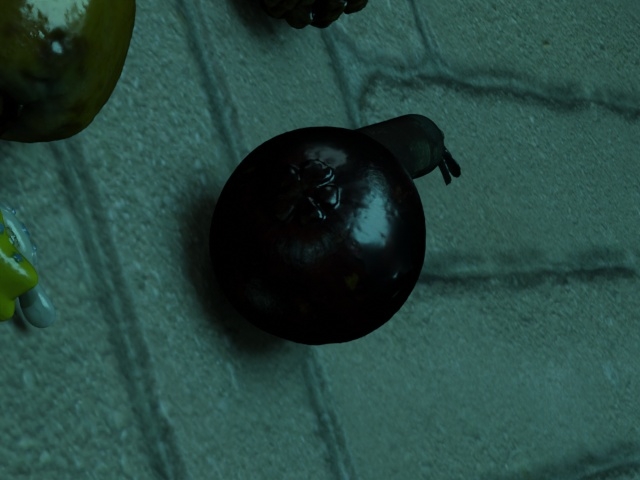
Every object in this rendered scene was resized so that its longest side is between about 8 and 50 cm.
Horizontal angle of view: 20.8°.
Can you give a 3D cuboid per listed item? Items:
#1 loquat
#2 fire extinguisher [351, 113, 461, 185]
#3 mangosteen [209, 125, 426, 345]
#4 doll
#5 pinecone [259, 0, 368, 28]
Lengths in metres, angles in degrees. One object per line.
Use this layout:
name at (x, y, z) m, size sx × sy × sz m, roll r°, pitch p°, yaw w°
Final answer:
loquat at (-0.229, -0.172, 1.316) m, size 0.187 × 0.176 × 0.234 m, roll 27°, pitch 42°, yaw -26°
fire extinguisher at (0.075, -0.083, 1.837) m, size 0.089 × 0.072 × 0.268 m, roll 61°, pitch 29°, yaw 4°
mangosteen at (0.000, 0.000, 1.543) m, size 0.210 × 0.210 × 0.209 m, roll 38°, pitch 40°, yaw -40°
doll at (-0.239, 0.014, 1.279) m, size 0.135 × 0.071 × 0.113 m, roll 56°, pitch 12°, yaw -30°
pinecone at (-0.004, -0.311, 1.775) m, size 0.212 × 0.169 × 0.185 m, roll -31°, pitch 127°, yaw -72°
